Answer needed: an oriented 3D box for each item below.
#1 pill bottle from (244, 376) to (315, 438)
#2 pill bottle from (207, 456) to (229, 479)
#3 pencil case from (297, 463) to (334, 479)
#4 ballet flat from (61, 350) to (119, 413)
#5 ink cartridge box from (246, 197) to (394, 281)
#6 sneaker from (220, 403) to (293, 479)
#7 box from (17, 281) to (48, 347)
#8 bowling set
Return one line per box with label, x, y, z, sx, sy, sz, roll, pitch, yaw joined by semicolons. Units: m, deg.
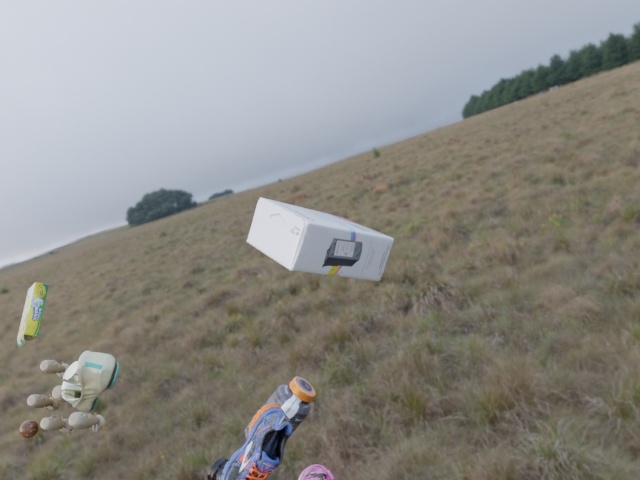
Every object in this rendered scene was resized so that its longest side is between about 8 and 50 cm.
pill bottle;-0.121;0.550;1.681;0.246;0.130;0.130;-52;2;10
pill bottle;-0.282;0.853;1.840;0.219;0.123;0.123;22;28;26
pencil case;-0.060;1.058;2.116;0.160;0.386;0.167;22;37;1
ballet flat;-0.449;0.268;1.005;0.086;0.086;0.248;-26;-14;-43
ink cartridge box;0.000;0.000;1.365;0.306;0.131;0.226;9;12;-40
sneaker;-0.124;0.434;1.038;0.087;0.083;0.221;1;64;58
box;-0.847;0.222;1.552;0.043;0.179;0.105;19;-27;-33
bowling set;-0.855;0.544;1.709;0.200;0.287;0.154;-38;-25;-4
